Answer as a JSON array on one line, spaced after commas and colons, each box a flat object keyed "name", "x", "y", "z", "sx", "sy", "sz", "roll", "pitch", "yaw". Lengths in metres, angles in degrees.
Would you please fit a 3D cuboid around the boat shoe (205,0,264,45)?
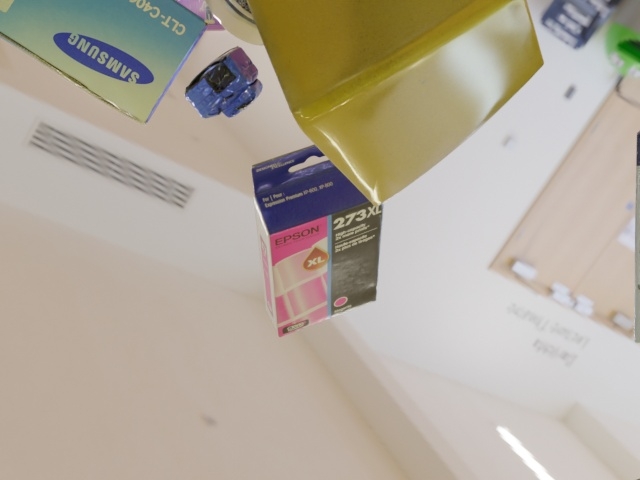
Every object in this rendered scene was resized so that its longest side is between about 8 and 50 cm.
[{"name": "boat shoe", "x": -0.042, "y": -0.385, "z": 1.047, "sx": 0.127, "sy": 0.158, "sz": 0.341, "roll": 17, "pitch": -124, "yaw": -25}]

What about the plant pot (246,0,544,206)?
[{"name": "plant pot", "x": 0.063, "y": -0.185, "z": 0.788, "sx": 0.212, "sy": 0.187, "sz": 0.212, "roll": 69, "pitch": -168, "yaw": 22}]

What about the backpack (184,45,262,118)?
[{"name": "backpack", "x": -0.170, "y": -0.262, "z": 1.660, "sx": 0.101, "sy": 0.120, "sz": 0.098, "roll": 54, "pitch": -160, "yaw": -6}]

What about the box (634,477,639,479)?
[{"name": "box", "x": 0.371, "y": 0.320, "z": 1.045, "sx": 0.027, "sy": 0.094, "sz": 0.137, "roll": -84, "pitch": -31, "yaw": -71}]

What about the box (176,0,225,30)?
[{"name": "box", "x": -0.230, "y": -0.297, "z": 1.179, "sx": 0.293, "sy": 0.057, "sz": 0.201, "roll": 2, "pitch": -160, "yaw": 11}]

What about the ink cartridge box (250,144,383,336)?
[{"name": "ink cartridge box", "x": 0.000, "y": 0.000, "z": 1.396, "sx": 0.371, "sy": 0.175, "sz": 0.069, "roll": 87, "pitch": 159, "yaw": -53}]

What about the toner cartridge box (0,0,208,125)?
[{"name": "toner cartridge box", "x": -0.180, "y": -0.163, "z": 0.694, "sx": 0.165, "sy": 0.075, "sz": 0.348, "roll": 31, "pitch": -178, "yaw": -14}]

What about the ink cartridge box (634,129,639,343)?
[{"name": "ink cartridge box", "x": 0.464, "y": -0.026, "z": 1.116, "sx": 0.185, "sy": 0.311, "sz": 0.065, "roll": 3, "pitch": -168, "yaw": 26}]
